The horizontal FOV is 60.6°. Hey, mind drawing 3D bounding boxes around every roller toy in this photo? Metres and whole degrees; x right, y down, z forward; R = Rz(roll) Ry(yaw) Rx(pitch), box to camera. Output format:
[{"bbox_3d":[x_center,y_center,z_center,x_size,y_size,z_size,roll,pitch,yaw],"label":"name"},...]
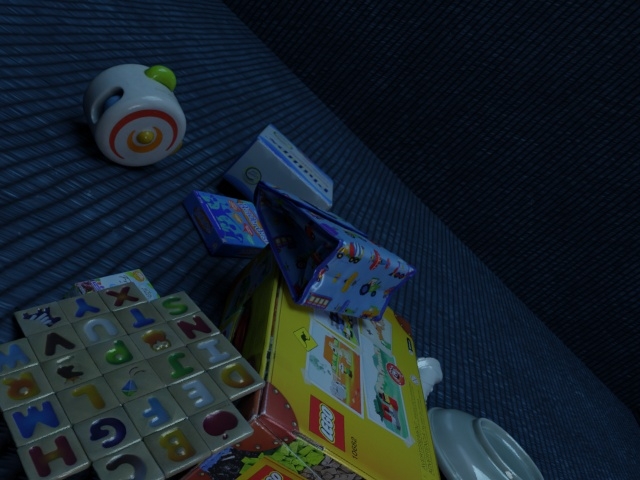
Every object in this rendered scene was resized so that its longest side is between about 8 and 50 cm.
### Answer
[{"bbox_3d":[-0.393,-0.258,1.170,0.191,0.209,0.146,-17,59,-26],"label":"roller toy"}]

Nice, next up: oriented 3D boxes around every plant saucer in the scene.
[{"bbox_3d":[0.422,0.538,1.304,0.400,0.100,0.400,38,15,-12],"label":"plant saucer"}]

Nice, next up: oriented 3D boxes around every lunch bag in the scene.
[{"bbox_3d":[0.000,0.000,1.046,0.221,0.138,0.293,20,21,-44],"label":"lunch bag"}]

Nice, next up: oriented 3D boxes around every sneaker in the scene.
[{"bbox_3d":[0.218,0.359,1.352,0.297,0.111,0.129,10,55,-50],"label":"sneaker"}]

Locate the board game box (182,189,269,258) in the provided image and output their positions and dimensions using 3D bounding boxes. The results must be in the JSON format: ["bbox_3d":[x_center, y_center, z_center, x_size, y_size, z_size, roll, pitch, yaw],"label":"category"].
[{"bbox_3d":[-0.206,-0.033,1.302,0.210,0.047,0.160,8,43,-58],"label":"board game box"}]

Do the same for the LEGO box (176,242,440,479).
[{"bbox_3d":[-0.001,0.260,0.985,0.372,0.193,0.500,38,24,-18],"label":"LEGO box"}]

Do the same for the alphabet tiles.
[{"bbox_3d":[-0.250,0.165,0.702,0.285,0.011,0.342,-15,38,-39],"label":"alphabet tiles"}]

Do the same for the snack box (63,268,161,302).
[{"bbox_3d":[-0.323,0.104,0.884,0.100,0.037,0.141,52,23,11],"label":"snack box"}]

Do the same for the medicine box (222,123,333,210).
[{"bbox_3d":[-0.106,-0.171,1.534,0.263,0.149,0.289,42,14,-12],"label":"medicine box"}]
